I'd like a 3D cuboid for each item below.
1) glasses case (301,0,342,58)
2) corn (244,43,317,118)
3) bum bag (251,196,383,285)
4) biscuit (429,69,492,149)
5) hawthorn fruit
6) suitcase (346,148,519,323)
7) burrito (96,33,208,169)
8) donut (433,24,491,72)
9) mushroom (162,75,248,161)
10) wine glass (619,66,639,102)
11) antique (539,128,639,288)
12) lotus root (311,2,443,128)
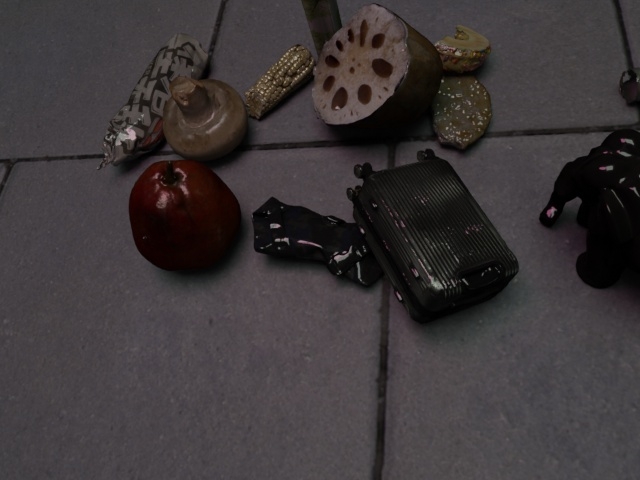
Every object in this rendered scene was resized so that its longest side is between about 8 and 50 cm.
[{"bbox_3d":[0.007,-0.500,1.098,0.062,0.272,0.095,-2,64,13],"label":"glasses case"},{"bbox_3d":[-0.100,-0.387,1.173,0.211,0.087,0.087,-43,63,-11],"label":"corn"},{"bbox_3d":[0.000,0.000,0.968,0.310,0.074,0.137,16,57,13],"label":"bum bag"},{"bbox_3d":[0.299,-0.313,1.074,0.142,0.038,0.289,-13,59,2],"label":"biscuit"},{"bbox_3d":[-0.278,-0.064,0.958,0.224,0.260,0.224,-2,63,4],"label":"hawthorn fruit"},{"bbox_3d":[0.193,-0.015,0.879,0.202,0.128,0.312,-16,60,-22],"label":"suitcase"},{"bbox_3d":[-0.413,-0.342,1.213,0.139,0.101,0.445,20,67,9],"label":"burrito"},{"bbox_3d":[0.320,-0.422,1.086,0.108,0.065,0.166,31,46,16],"label":"donut"},{"bbox_3d":[-0.272,-0.289,1.100,0.205,0.204,0.204,-5,64,10],"label":"mushroom"},{"bbox_3d":[0.699,-0.327,0.977,0.156,0.072,0.072,-12,63,7],"label":"wine glass"},{"bbox_3d":[0.520,-0.022,0.766,0.185,0.255,0.322,-45,62,-8],"label":"antique"},{"bbox_3d":[0.129,-0.348,1.035,0.272,0.192,0.271,-2,88,50],"label":"lotus root"}]
